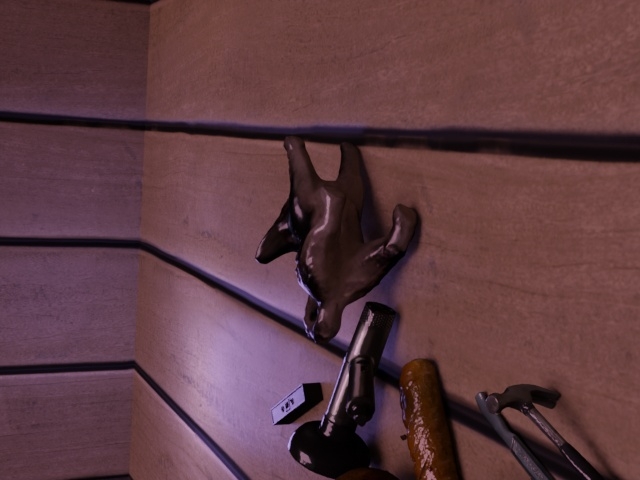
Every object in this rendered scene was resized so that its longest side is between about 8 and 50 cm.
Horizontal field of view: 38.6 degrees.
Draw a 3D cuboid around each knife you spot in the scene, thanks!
[{"bbox_3d":[0.277,0.289,1.314,0.210,0.015,0.028,54,131,51],"label":"knife"}]

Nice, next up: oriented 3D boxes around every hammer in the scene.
[{"bbox_3d":[0.324,0.272,1.158,0.246,0.103,0.029,47,132,38],"label":"hammer"}]

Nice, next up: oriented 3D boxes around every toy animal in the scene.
[{"bbox_3d":[0.000,0.000,1.709,0.344,0.194,0.302,-120,44,-57],"label":"toy animal"}]

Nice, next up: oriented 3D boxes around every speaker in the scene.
[{"bbox_3d":[-0.054,0.356,1.981,0.191,0.046,0.040,133,133,-54],"label":"speaker"}]

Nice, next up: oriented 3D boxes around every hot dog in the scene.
[{"bbox_3d":[0.179,0.328,1.475,0.088,0.061,0.285,-43,52,42],"label":"hot dog"}]

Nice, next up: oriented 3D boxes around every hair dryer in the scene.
[{"bbox_3d":[0.030,0.290,1.587,0.284,0.156,0.320,-39,-32,-63],"label":"hair dryer"}]

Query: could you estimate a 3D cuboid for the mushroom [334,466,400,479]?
[{"bbox_3d":[0.093,0.511,1.535,0.253,0.153,0.253,0,90,62],"label":"mushroom"}]
